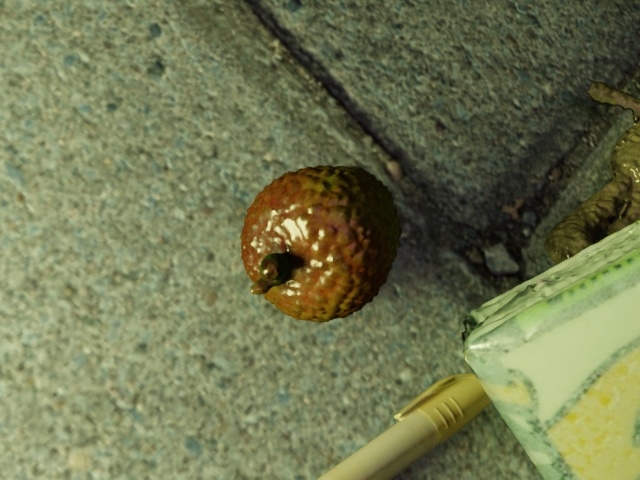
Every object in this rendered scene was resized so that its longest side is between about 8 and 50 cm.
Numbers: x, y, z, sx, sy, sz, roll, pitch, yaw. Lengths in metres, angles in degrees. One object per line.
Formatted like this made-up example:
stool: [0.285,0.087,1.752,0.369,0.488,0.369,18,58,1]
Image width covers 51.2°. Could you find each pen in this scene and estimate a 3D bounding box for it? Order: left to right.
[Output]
pen: [0.040,0.157,0.486,0.233,0.032,0.040,-26,79,-26]

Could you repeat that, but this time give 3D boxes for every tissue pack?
tissue pack: [0.279,0.138,0.476,0.228,0.128,0.310,-33,87,18]

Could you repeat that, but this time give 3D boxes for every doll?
doll: [0.317,-0.080,0.649,0.286,0.091,0.202,-18,68,-14]

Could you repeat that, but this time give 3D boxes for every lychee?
lychee: [0.000,0.000,0.477,0.114,0.114,0.146,53,44,2]
